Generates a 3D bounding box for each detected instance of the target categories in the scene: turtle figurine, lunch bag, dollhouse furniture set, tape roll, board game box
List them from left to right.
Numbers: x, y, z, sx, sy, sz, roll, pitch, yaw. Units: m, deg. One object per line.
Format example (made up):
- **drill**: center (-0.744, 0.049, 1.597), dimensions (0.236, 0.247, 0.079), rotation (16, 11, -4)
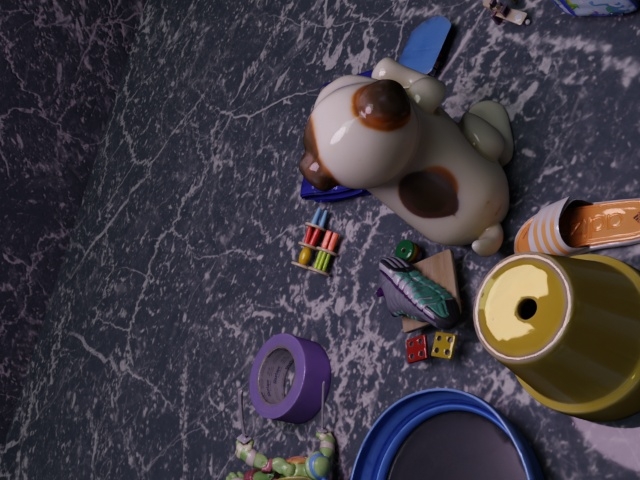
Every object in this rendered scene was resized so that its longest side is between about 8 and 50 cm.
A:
- **turtle figurine**: center (-0.080, 0.426, 1.515), dimensions (0.274, 0.198, 0.266), rotation (53, 131, 9)
- **tape roll**: center (-0.069, 0.306, 1.654), dimensions (0.189, 0.080, 0.189), rotation (-25, 54, 40)
- **board game box**: center (0.239, -0.424, 1.685), dimensions (0.133, 0.033, 0.168), rotation (15, 79, 56)
- **dollhouse furniture set**: center (0.401, -0.493, 1.501), dimensions (0.081, 0.091, 0.114), rotation (33, 96, 35)
- **lunch bag**: center (0.458, -0.482, 1.308), dimensions (0.176, 0.219, 0.090), rotation (21, 82, 51)

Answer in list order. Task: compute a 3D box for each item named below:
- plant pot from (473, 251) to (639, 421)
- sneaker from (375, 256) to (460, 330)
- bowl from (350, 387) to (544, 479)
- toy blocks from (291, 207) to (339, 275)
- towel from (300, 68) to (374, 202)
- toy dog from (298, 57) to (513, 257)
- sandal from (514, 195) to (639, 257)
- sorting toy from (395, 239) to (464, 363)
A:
- **plant pot**: center (0.364, 0.128, 1.112), dimensions (0.254, 0.239, 0.254), rotation (-23, 57, 41)
- **sneaker**: center (0.180, 0.121, 1.401), dimensions (0.223, 0.083, 0.098), rotation (48, 133, 51)
- **bowl**: center (0.209, 0.451, 1.265), dimensions (0.391, 0.077, 0.391), rotation (-23, 56, 41)
- **toy blocks**: center (0.000, 0.000, 1.739), dimensions (0.123, 0.054, 0.148), rotation (14, 83, 52)
- **towel**: center (0.071, -0.243, 1.767), dimensions (0.228, 0.076, 0.308), rotation (-5, 68, 40)
- **toy dog**: center (0.140, -0.148, 1.365), dimensions (0.284, 0.408, 0.395), rotation (-34, 49, 35)
- **sandal**: center (0.428, -0.031, 1.241), dimensions (0.265, 0.076, 0.102), rotation (-16, 61, 44)
- **sorting toy**: center (0.219, 0.111, 1.438), dimensions (0.132, 0.046, 0.274), rotation (-28, 53, 39)
